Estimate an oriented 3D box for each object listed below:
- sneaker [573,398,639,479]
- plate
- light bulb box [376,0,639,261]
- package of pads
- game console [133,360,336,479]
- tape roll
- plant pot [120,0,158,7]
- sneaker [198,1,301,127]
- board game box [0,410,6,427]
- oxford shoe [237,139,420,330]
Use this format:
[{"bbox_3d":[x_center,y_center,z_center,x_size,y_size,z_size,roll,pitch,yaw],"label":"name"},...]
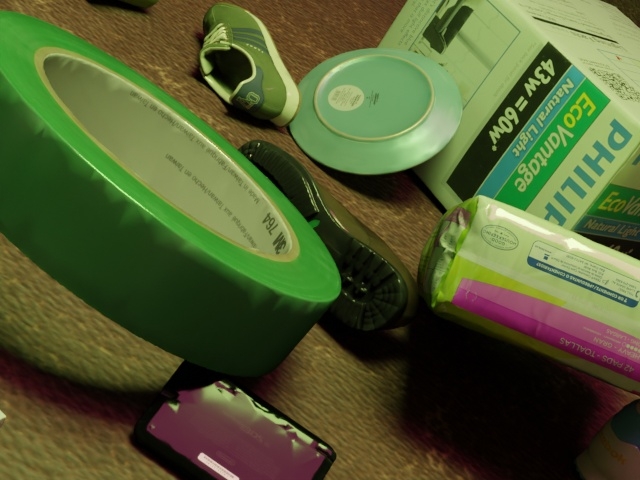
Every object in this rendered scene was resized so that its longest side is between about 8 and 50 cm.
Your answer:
[{"bbox_3d":[0.331,0.200,1.093,0.228,0.092,0.087,17,28,-32],"label":"sneaker"},{"bbox_3d":[0.057,-0.146,1.341,0.188,0.024,0.188,-3,52,4],"label":"plate"},{"bbox_3d":[0.294,-0.124,1.465,0.358,0.225,0.361,6,37,-44],"label":"light bulb box"},{"bbox_3d":[0.196,0.048,1.062,0.229,0.101,0.296,23,1,3],"label":"package of pads"},{"bbox_3d":[-0.056,0.138,0.862,0.122,0.071,0.107,33,56,4],"label":"game console"},{"bbox_3d":[-0.130,-0.037,0.921,0.321,0.077,0.321,38,13,-10],"label":"tape roll"},{"bbox_3d":[-0.211,-0.291,1.377,0.079,0.083,0.083,21,26,-48],"label":"plant pot"},{"bbox_3d":[-0.095,-0.200,1.346,0.086,0.064,0.192,12,35,-45],"label":"sneaker"},{"bbox_3d":[-0.263,0.094,0.690,0.103,0.026,0.154,41,27,16],"label":"board game box"},{"bbox_3d":[0.000,0.000,1.109,0.227,0.083,0.096,48,15,24],"label":"oxford shoe"}]
